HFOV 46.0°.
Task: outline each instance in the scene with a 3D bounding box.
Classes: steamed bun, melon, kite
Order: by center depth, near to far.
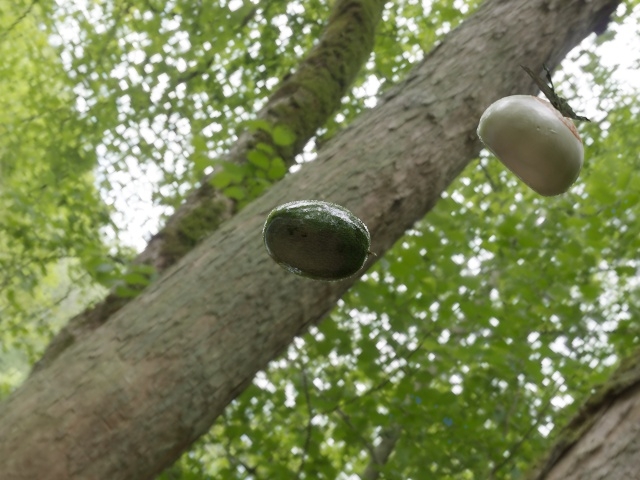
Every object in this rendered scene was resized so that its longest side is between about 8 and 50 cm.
[{"bbox_3d":[0.318,-0.201,1.026,0.139,0.011,0.157,49,8,28],"label":"kite"},{"bbox_3d":[0.000,0.000,1.084,0.167,0.114,0.114,13,-38,6],"label":"melon"},{"bbox_3d":[0.434,-0.203,1.508,0.232,0.232,0.145,45,-69,10],"label":"steamed bun"}]
